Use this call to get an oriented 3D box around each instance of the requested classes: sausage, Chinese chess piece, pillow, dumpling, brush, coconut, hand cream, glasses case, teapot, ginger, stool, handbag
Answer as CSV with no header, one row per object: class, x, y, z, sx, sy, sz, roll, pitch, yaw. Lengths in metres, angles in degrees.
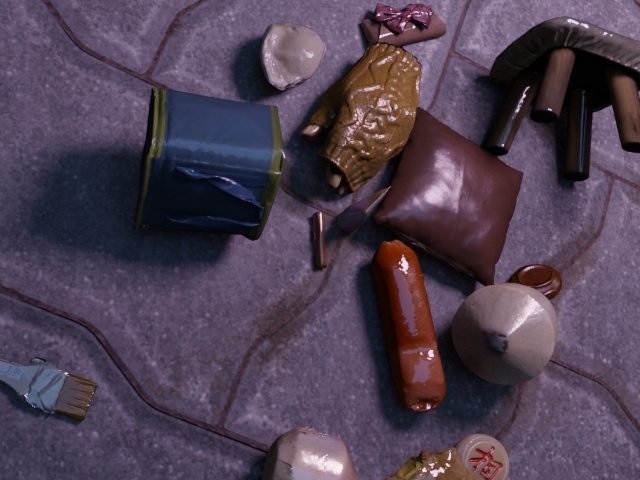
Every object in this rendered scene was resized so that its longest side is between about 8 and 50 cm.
sausage,0.000,0.000,1.548,0.026,0.026,0.116,0,78,-19
Chinese chess piece,0.322,0.454,1.534,0.122,0.051,0.122,4,76,-17
pillow,0.287,-0.095,1.623,0.308,0.108,0.305,29,66,-14
dumpling,-0.062,-0.392,1.576,0.136,0.118,0.199,50,46,-4
brush,-0.558,0.223,1.311,0.337,0.020,0.085,22,72,-12
coconut,0.370,0.184,1.515,0.202,0.222,0.202,1,92,24
hand cream,0.083,-0.060,1.508,0.047,0.174,0.076,46,69,-3
glasses case,0.189,-0.498,1.704,0.194,0.070,0.102,-18,82,-22
teapot,0.464,0.104,1.657,0.129,0.078,0.098,-21,44,-12
coconut,-0.009,0.427,1.373,0.183,0.171,0.170,15,73,-12
sausage,0.176,0.171,1.531,0.097,0.094,0.348,-10,82,-7
ginger,0.197,0.491,1.456,0.216,0.102,0.157,-32,99,-10
stool,0.543,-0.298,1.648,0.311,0.310,0.226,14,74,-12
handbag,-0.206,-0.135,1.388,0.241,0.263,0.222,8,48,-17

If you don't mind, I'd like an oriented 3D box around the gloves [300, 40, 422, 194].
gloves,0.092,-0.257,1.570,0.203,0.155,0.356,28,74,-6
